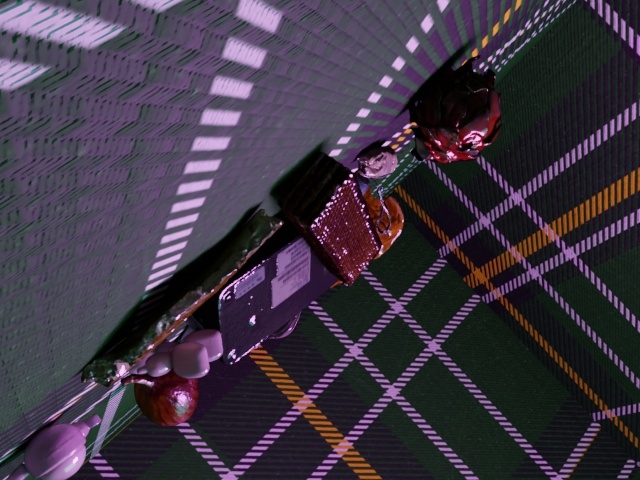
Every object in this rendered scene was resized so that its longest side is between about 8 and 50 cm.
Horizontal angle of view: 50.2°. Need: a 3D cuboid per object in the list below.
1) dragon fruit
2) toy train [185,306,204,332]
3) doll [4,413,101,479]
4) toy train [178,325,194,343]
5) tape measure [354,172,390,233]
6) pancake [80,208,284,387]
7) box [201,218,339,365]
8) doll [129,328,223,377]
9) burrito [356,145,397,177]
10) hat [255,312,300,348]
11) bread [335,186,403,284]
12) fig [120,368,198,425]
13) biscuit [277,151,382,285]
[{"bbox_3d":[0.263,-0.240,1.319,0.182,0.182,0.188,-41,178,-23],"label":"dragon fruit"},{"bbox_3d":[-0.100,0.046,1.379,0.409,0.086,0.089,-41,177,-27],"label":"toy train"},{"bbox_3d":[-0.529,0.430,1.167,0.365,0.094,0.160,-41,179,-21],"label":"doll"},{"bbox_3d":[-0.298,0.219,1.618,0.055,0.048,0.252,-46,-175,-40],"label":"toy train"},{"bbox_3d":[0.107,-0.074,1.643,0.107,0.180,0.104,-42,-167,-24],"label":"tape measure"},{"bbox_3d":[-0.205,0.088,1.002,0.376,0.054,0.197,-44,-177,-4],"label":"pancake"},{"bbox_3d":[-0.071,0.066,1.271,0.350,0.058,0.211,-37,144,-34],"label":"box"},{"bbox_3d":[-0.246,0.187,1.121,0.160,0.059,0.161,-7,-173,4],"label":"doll"},{"bbox_3d":[0.127,-0.173,1.483,0.229,0.058,0.063,-34,138,-71],"label":"burrito"},{"bbox_3d":[-0.141,0.191,1.939,0.275,0.161,0.232,-32,-170,13],"label":"hat"},{"bbox_3d":[0.082,-0.013,1.916,0.344,0.195,0.149,-42,172,36],"label":"bread"},{"bbox_3d":[-0.358,0.330,1.571,0.149,0.148,0.202,-93,-177,-49],"label":"fig"},{"bbox_3d":[0.028,-0.021,1.155,0.107,0.073,0.388,-52,159,-7],"label":"biscuit"}]
